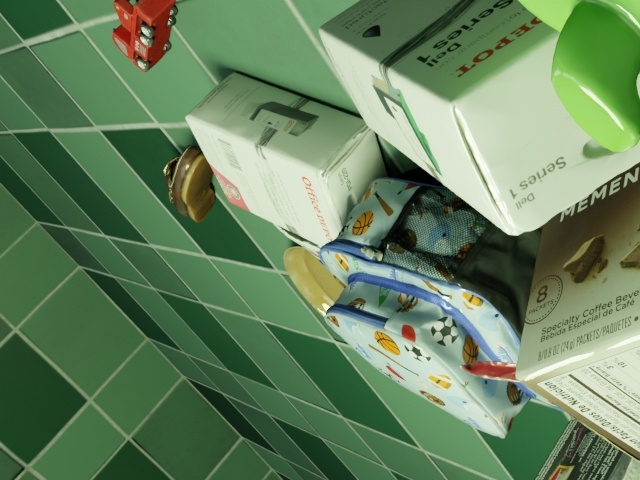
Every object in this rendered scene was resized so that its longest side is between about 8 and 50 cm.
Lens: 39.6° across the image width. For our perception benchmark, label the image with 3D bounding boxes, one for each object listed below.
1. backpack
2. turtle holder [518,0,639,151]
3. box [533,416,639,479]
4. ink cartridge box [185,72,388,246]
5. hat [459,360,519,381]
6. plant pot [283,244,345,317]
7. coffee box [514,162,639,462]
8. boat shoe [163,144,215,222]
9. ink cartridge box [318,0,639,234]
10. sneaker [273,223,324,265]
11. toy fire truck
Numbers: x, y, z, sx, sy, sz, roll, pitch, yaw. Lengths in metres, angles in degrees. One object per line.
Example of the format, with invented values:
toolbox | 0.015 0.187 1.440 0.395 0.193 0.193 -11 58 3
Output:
backpack | 0.129 0.055 0.904 0.276 0.213 0.263 52 167 -33
turtle holder | 0.134 -0.213 0.329 0.320 0.227 0.243 38 159 9
box | 0.386 0.309 0.995 0.247 0.163 0.142 44 155 -7
ink cartridge box | -0.030 -0.086 1.031 0.218 0.092 0.158 28 155 35
hat | 0.263 0.144 0.677 0.173 0.183 0.208 49 -177 -35
plant pot | 0.047 0.083 1.308 0.236 0.032 0.236 35 158 16
coffee box | 0.256 -0.007 0.463 0.119 0.168 0.297 33 143 -18
boat shoe | -0.204 -0.090 1.338 0.073 0.073 0.207 36 158 7
ink cartridge box | 0.114 -0.115 0.542 0.092 0.160 0.219 58 176 -28
sneaker | 0.000 0.000 1.172 0.178 0.072 0.077 38 158 10
toy fire truck | -0.234 -0.289 1.043 0.135 0.047 0.192 42 159 0
